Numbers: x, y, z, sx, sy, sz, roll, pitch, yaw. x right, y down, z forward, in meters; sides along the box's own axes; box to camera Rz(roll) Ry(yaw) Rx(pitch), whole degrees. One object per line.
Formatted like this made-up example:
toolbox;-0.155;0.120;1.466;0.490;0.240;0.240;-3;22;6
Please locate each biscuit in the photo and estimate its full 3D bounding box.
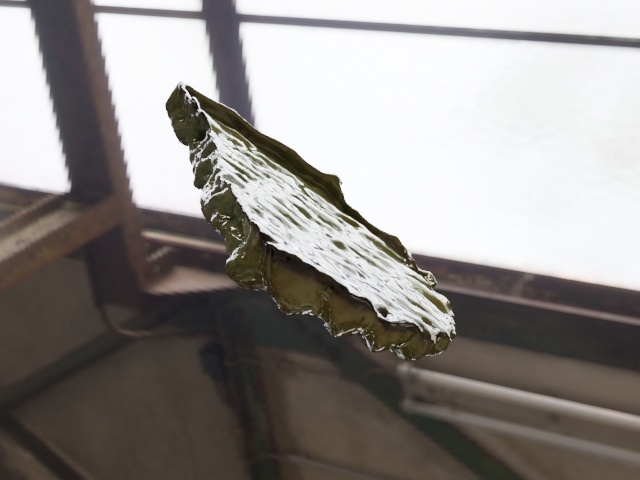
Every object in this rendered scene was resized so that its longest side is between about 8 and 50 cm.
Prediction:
biscuit;0.000;0.000;0.882;0.187;0.273;0.036;31;-77;-22
